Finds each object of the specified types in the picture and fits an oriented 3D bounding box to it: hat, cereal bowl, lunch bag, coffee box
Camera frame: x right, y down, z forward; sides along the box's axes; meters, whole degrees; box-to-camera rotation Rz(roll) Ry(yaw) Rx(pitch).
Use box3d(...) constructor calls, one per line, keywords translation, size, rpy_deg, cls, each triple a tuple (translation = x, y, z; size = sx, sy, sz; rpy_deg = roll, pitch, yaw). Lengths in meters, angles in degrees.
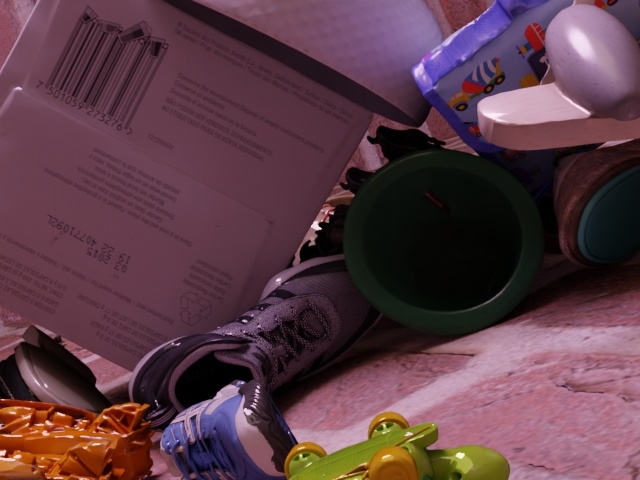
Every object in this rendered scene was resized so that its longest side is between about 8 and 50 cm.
box3d(translation=(0.135, 0.023, 1.191), size=(0.208, 0.173, 0.183), rpy_deg=(18, -11, 13), cls="hat")
box3d(translation=(-0.017, -0.248, 1.242), size=(0.141, 0.338, 0.339), rpy_deg=(-64, 6, 2), cls="cereal bowl")
box3d(translation=(0.209, -0.181, 1.125), size=(0.221, 0.138, 0.293), rpy_deg=(-34, -22, 14), cls="lunch bag")
box3d(translation=(-0.185, -0.069, 1.334), size=(0.338, 0.337, 0.334), rpy_deg=(-61, 6, 3), cls="coffee box")

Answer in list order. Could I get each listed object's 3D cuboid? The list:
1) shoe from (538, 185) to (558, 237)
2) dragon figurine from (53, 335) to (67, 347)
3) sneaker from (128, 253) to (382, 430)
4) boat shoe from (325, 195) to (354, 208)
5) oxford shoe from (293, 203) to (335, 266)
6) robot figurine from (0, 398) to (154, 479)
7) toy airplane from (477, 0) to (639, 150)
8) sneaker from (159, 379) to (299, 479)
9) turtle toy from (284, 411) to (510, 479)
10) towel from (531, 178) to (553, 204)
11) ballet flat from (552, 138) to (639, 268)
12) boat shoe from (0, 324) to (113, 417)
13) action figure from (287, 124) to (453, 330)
box3d(translation=(0.273, -0.044, 1.422), size=(0.081, 0.064, 0.178), rpy_deg=(-20, 9, -19), cls="shoe")
box3d(translation=(-0.407, 0.190, 1.595), size=(0.144, 0.085, 0.289), rpy_deg=(-25, 9, -37), cls="dragon figurine")
box3d(translation=(-0.042, 0.099, 1.099), size=(0.268, 0.101, 0.153), rpy_deg=(-28, 8, -9), cls="sneaker")
box3d(translation=(-0.006, -0.030, 1.986), size=(0.153, 0.056, 0.048), rpy_deg=(-29, 12, -8), cls="boat shoe")
box3d(translation=(0.000, 0.000, 1.651), size=(0.348, 0.130, 0.123), rpy_deg=(-17, 7, 38), cls="oxford shoe")
box3d(translation=(-0.287, 0.171, 0.970), size=(0.290, 0.085, 0.211), rpy_deg=(3, 8, 3), cls="robot figurine")
box3d(translation=(0.365, -0.139, 0.917), size=(0.386, 0.273, 0.384), rpy_deg=(-17, 12, -41), cls="toy airplane")
box3d(translation=(-0.063, 0.148, 0.871), size=(0.081, 0.080, 0.211), rpy_deg=(-29, -2, -14), cls="sneaker")
box3d(translation=(0.035, 0.134, 0.646), size=(0.130, 0.066, 0.095), rpy_deg=(-20, 6, 5), cls="turtle toy")
box3d(translation=(0.229, -0.084, 1.423), size=(0.308, 0.076, 0.227), rpy_deg=(-42, 0, -31), cls="towel")
box3d(translation=(0.287, -0.049, 1.177), size=(0.106, 0.108, 0.316), rpy_deg=(22, 26, 38), cls="ballet flat")
box3d(translation=(-0.304, 0.173, 1.300), size=(0.113, 0.127, 0.340), rpy_deg=(-51, 19, -6), cls="boat shoe")
box3d(translation=(0.046, 0.021, 1.287), size=(0.276, 0.140, 0.164), rpy_deg=(-61, 2, 40), cls="action figure")
